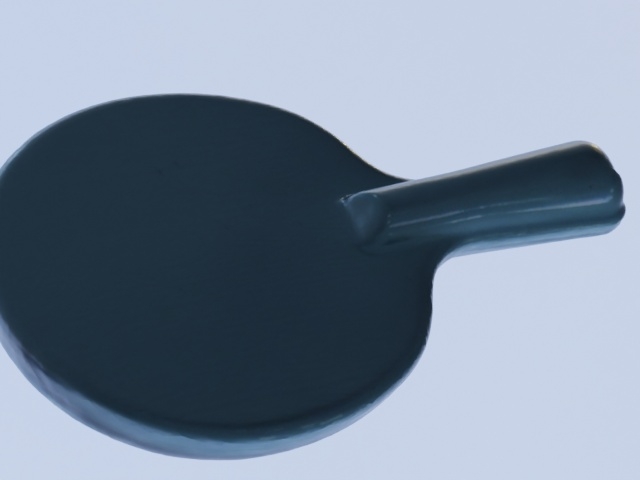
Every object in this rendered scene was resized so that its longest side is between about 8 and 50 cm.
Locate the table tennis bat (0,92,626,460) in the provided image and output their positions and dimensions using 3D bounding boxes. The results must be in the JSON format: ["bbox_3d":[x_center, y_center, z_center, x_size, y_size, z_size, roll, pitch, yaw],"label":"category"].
[{"bbox_3d":[0.000,0.000,0.605,0.237,0.038,0.149,-12,-126,-24],"label":"table tennis bat"}]
